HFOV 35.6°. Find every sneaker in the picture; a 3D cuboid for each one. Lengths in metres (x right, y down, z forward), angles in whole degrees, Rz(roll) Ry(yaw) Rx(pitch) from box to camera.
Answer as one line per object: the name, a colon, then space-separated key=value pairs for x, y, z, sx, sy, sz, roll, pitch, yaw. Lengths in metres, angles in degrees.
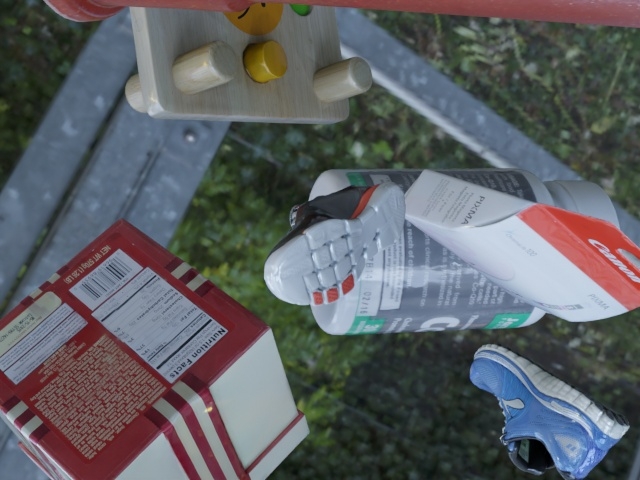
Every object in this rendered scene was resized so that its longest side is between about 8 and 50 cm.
sneaker: x=0.308 y=0.259 z=1.496 sx=0.129 sy=0.147 sz=0.330 roll=33 pitch=179 yaw=-22
sneaker: x=0.000 y=0.000 z=0.712 sx=0.065 sy=0.158 sz=0.061 roll=11 pitch=115 yaw=32

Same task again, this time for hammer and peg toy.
hammer and peg toy: x=-0.092 y=-0.291 z=0.949 sx=0.127 sy=0.361 sz=0.266 roll=-11 pitch=177 yaw=43

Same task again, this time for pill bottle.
pill bottle: x=0.174 y=0.011 z=1.248 sx=0.361 sy=0.204 sz=0.204 roll=-1 pitch=167 yaw=-13

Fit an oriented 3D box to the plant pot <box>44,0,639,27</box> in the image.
plant pot: x=0.051 y=-0.197 z=0.371 sx=0.265 sy=0.272 sz=0.272 roll=10 pitch=161 yaw=3

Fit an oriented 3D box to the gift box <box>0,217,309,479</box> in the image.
gift box: x=-0.183 y=0.154 z=1.024 sx=0.276 sy=0.255 sz=0.258 roll=38 pitch=157 yaw=32

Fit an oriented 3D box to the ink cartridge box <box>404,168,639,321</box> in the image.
ink cartridge box: x=0.202 y=0.022 z=0.872 sx=0.189 sy=0.066 sz=0.232 roll=34 pitch=179 yaw=-34
